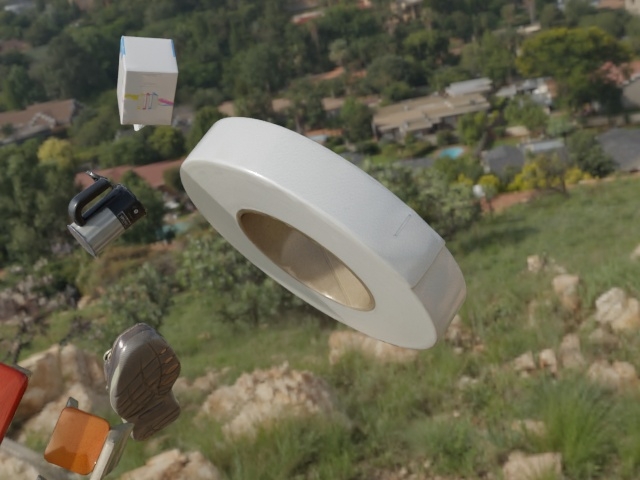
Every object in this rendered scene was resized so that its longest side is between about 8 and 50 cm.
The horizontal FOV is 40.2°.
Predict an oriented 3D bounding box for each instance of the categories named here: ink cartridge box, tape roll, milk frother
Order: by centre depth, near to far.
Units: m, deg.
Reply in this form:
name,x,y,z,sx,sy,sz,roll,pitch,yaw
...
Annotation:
name,x,y,z,sx,sy,sz,roll,pitch,yaw
tape roll,0.000,0.000,1.092,0.392,0.392,0.072,14,63,52
ink cartridge box,-0.307,-0.272,1.539,0.090,0.143,0.092,-1,52,-18
milk frother,-0.447,-0.061,1.746,0.135,0.129,0.143,-43,27,-19

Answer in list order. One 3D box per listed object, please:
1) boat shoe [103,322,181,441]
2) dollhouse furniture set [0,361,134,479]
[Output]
name,x,y,z,sx,sy,sz,roll,pitch,yaw
boat shoe,-0.332,0.237,1.540,0.132,0.355,0.130,-29,65,-26
dollhouse furniture set,-0.319,0.208,0.688,0.262,0.259,0.135,23,-3,-3
